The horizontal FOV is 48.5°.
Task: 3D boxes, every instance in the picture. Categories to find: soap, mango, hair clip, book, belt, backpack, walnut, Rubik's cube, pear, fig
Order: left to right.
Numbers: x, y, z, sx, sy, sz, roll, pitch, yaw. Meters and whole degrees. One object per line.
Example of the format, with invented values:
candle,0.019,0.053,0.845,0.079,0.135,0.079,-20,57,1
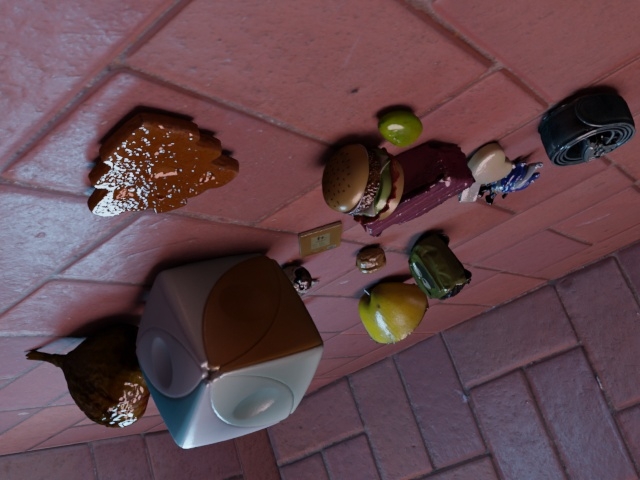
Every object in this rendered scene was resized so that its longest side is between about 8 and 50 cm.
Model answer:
fig,-0.637,0.365,1.971,0.368,0.286,0.286,6,157,-4
Rubik's cube,-0.238,0.272,1.793,0.347,0.352,0.352,-9,142,-35
book,0.000,0.000,1.911,0.118,0.012,0.172,-17,161,-7
walnut,0.150,0.061,2.127,0.096,0.083,0.079,-18,133,-1
pear,0.236,0.229,2.530,0.267,0.267,0.178,-27,135,21
mango,0.155,-0.223,1.399,0.108,0.056,0.073,4,144,-44
soap,0.194,-0.109,1.658,0.182,0.112,0.289,2,151,-46
backpack,0.365,0.090,2.242,0.140,0.207,0.253,-29,169,-11
hair clip,0.388,-0.166,1.775,0.159,0.071,0.218,-12,155,-15
belt,0.628,-0.257,1.675,0.206,0.116,0.267,-24,163,25

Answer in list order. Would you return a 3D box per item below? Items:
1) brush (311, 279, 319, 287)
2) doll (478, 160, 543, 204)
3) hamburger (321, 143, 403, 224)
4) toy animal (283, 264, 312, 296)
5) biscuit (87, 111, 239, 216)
brush,-0.141,0.146,2.165,0.314,0.017,0.090,0,150,-42
doll,0.510,-0.162,1.897,0.096,0.070,0.195,32,137,-27
hamburger,0.077,-0.119,1.458,0.136,0.175,0.175,10,147,-33
toy animal,-0.069,0.117,2.048,0.098,0.098,0.137,-21,177,2
biscuit,-0.282,-0.136,1.234,0.283,0.043,0.306,-15,158,-10
